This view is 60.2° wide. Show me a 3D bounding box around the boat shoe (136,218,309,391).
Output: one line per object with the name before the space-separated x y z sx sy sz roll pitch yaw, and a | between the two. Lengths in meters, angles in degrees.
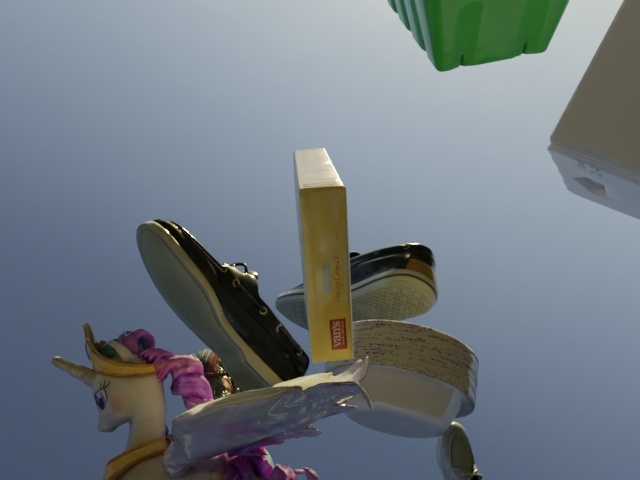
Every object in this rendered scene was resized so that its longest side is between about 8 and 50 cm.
boat shoe | -0.128 0.093 0.812 0.340 0.127 0.113 51 -129 -7

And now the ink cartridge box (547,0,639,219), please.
ink cartridge box | 0.319 -0.165 0.424 0.131 0.306 0.226 30 -170 28

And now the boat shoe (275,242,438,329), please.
boat shoe | 0.084 0.126 1.386 0.187 0.500 0.156 43 -132 -25

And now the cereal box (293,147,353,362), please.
cereal box | 0.000 0.000 0.610 0.047 0.172 0.240 -5 -162 -3

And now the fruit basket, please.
fruit basket | 0.222 -0.480 0.773 0.283 0.392 0.392 -11 -132 -2

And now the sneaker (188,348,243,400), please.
sneaker | -0.147 0.273 0.898 0.112 0.120 0.299 -19 -141 -22

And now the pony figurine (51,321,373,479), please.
pony figurine | -0.109 0.248 0.576 0.351 0.303 0.363 -8 -104 3

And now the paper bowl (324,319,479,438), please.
paper bowl | 0.145 0.273 1.034 0.284 0.284 0.148 19 -120 -8

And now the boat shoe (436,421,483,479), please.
boat shoe | 0.286 0.474 1.077 0.079 0.081 0.227 -4 -95 -22
